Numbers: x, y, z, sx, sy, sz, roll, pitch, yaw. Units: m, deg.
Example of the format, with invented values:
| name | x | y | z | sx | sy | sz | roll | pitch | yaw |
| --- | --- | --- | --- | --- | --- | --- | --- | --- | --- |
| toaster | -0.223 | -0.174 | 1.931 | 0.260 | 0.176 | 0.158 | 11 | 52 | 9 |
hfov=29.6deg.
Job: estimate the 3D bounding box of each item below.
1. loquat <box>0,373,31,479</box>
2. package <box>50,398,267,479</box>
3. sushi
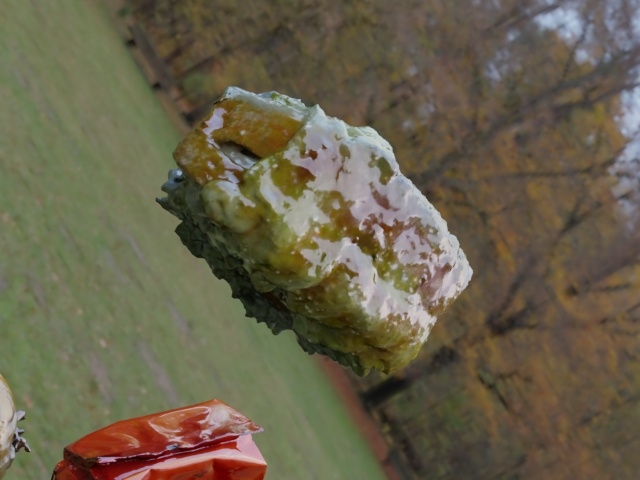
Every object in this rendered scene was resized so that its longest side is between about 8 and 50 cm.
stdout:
| name | x | y | z | sx | sy | sz | roll | pitch | yaw |
| --- | --- | --- | --- | --- | --- | --- | --- | --- | --- |
| loquat | -0.430 | 0.203 | 1.317 | 0.187 | 0.234 | 0.176 | 134 | -33 | -57 |
| package | -0.190 | 0.341 | 1.239 | 0.123 | 0.196 | 0.423 | 47 | -46 | 40 |
| sushi | 0.000 | 0.000 | 0.901 | 0.274 | 0.139 | 0.184 | 49 | -15 | -29 |
